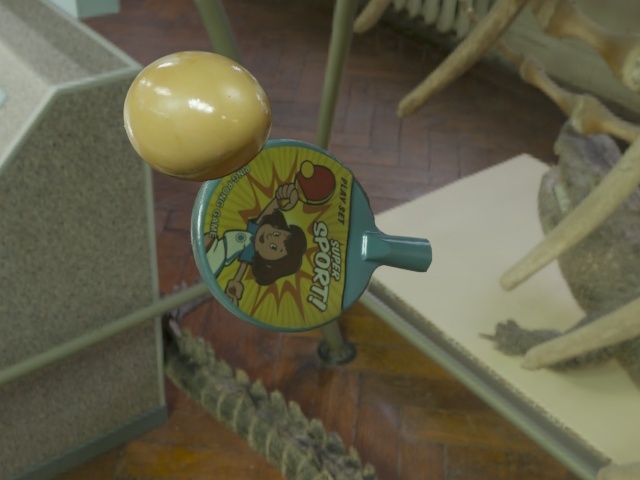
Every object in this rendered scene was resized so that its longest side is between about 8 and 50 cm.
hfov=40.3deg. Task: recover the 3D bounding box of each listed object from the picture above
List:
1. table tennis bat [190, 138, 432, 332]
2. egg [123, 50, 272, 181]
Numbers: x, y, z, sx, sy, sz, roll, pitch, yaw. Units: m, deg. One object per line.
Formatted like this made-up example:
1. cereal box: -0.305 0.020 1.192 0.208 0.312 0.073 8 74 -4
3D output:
1. table tennis bat: 0.000 0.000 1.000 0.329 0.215 0.044 9 -7 -36
2. egg: -0.072 -0.074 0.524 0.080 0.080 0.096 -22 24 -32
